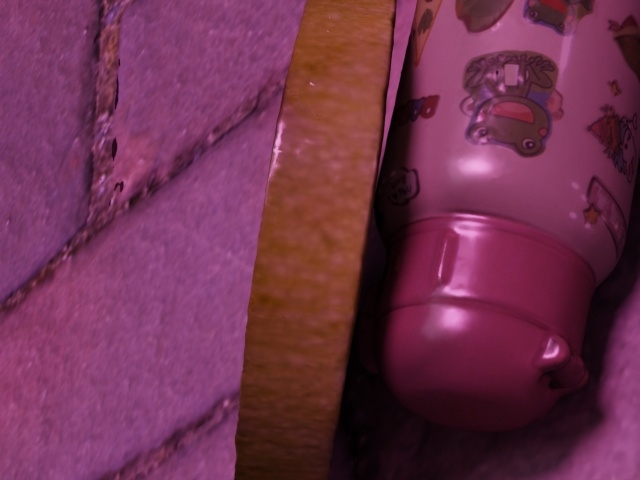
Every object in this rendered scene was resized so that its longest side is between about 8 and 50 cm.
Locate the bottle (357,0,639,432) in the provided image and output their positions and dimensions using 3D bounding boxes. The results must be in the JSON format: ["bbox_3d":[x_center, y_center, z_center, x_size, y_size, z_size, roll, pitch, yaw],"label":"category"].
[{"bbox_3d":[0.086,-0.036,0.866,0.120,0.120,0.253,-16,52,48],"label":"bottle"}]

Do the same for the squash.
[{"bbox_3d":[0.000,0.000,0.906,0.252,0.049,0.252,8,-90,-88],"label":"squash"}]
